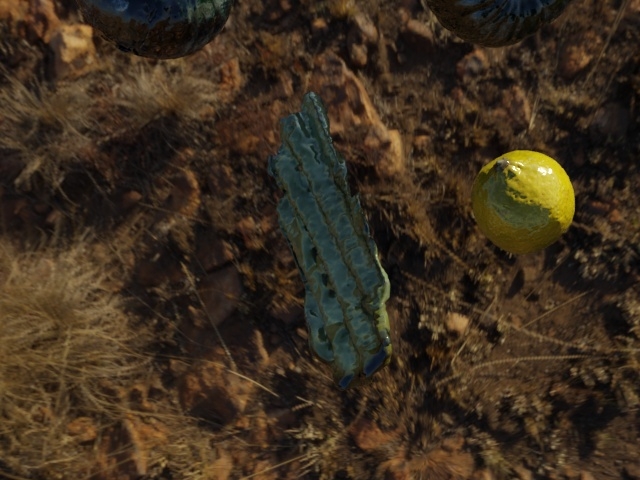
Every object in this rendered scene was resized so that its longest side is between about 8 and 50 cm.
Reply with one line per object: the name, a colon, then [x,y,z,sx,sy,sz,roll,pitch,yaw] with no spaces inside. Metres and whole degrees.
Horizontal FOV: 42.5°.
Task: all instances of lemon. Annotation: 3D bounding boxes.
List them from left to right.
lemon: [0.217,-0.042,0.884,0.109,0.133,0.109,-19,42,18]

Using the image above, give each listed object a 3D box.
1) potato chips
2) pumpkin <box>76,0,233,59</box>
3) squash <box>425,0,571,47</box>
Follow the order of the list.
potato chips: [-0.001,0.000,0.510,0.028,0.092,0.207,6,47,-31]
pumpkin: [-0.240,-0.374,1.184,0.233,0.163,0.233,9,69,-23]
squash: [0.232,-0.356,1.061,0.218,0.172,0.218,-1,91,-24]
